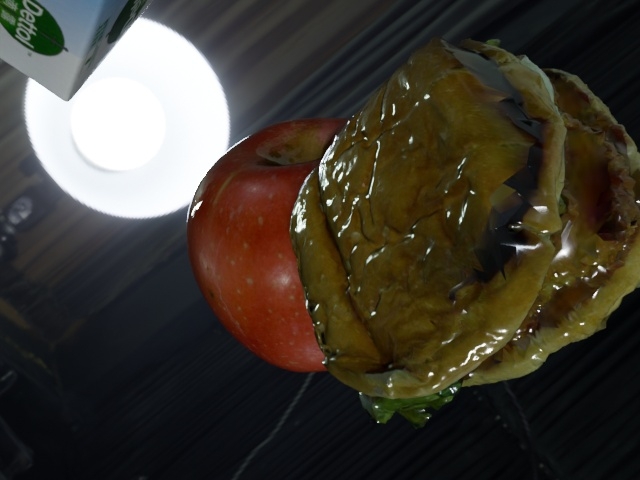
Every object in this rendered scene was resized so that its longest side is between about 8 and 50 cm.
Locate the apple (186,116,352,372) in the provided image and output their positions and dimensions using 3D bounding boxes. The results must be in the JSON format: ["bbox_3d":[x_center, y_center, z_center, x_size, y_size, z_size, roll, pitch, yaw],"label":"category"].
[{"bbox_3d":[0.000,0.000,0.754,0.260,0.260,0.216,-130,28,-57],"label":"apple"}]

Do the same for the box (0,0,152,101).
[{"bbox_3d":[-0.110,-0.183,0.414,0.073,0.139,0.194,35,149,-13],"label":"box"}]

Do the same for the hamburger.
[{"bbox_3d":[0.063,-0.014,0.424,0.130,0.206,0.183,24,-141,-43],"label":"hamburger"}]
